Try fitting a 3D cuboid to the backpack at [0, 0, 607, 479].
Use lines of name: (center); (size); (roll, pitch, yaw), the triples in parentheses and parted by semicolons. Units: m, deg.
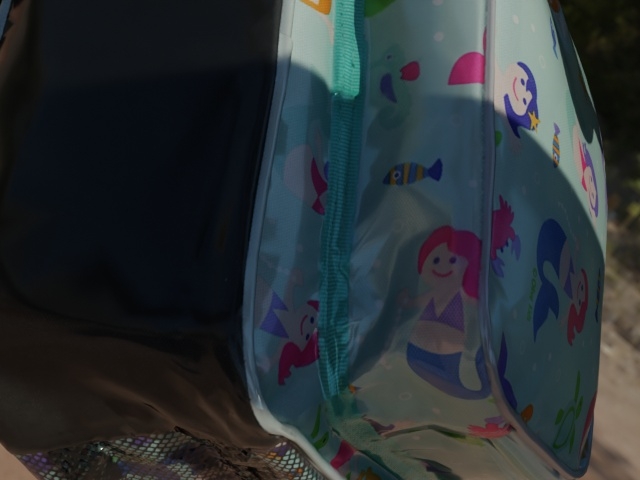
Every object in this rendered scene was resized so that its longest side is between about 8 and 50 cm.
backpack: (0.000, 0.000, 0.559); (0.253, 0.191, 0.225); (65, 27, -62)
